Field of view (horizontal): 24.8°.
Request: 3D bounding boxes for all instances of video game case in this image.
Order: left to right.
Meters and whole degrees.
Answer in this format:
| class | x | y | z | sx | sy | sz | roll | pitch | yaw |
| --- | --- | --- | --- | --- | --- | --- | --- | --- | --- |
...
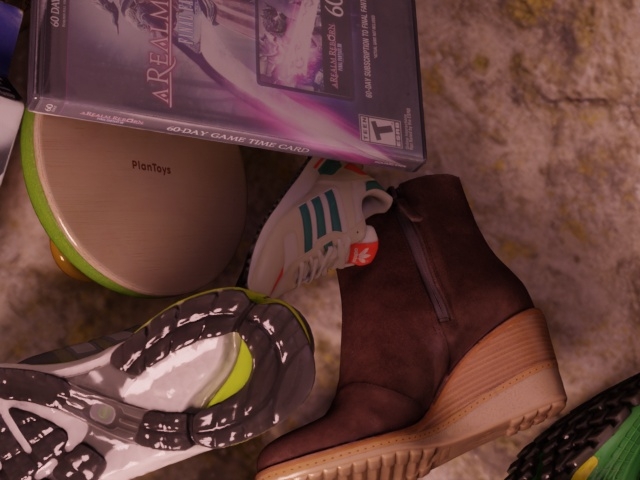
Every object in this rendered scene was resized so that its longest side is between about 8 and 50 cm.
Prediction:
| class | x | y | z | sx | sy | sz | roll | pitch | yaw |
| --- | --- | --- | --- | --- | --- | --- | --- | --- | --- |
| video game case | -0.059 | -0.156 | 0.989 | 0.274 | 0.026 | 0.196 | 8 | 65 | -23 |

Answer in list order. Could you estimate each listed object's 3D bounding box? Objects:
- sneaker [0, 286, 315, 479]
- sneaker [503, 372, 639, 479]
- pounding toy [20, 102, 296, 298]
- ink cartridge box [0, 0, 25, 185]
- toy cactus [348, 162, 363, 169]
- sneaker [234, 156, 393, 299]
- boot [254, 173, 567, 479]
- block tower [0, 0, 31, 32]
| class | x | y | z | sx | sy | sz | roll | pitch | yaw |
| --- | --- | --- | --- | --- | --- | --- | --- | --- | --- |
| sneaker | -0.133 | 0.109 | 0.925 | 0.300 | 0.121 | 0.111 | -16 | 87 | 13 |
| sneaker | 0.195 | 0.208 | 0.984 | 0.146 | 0.134 | 0.343 | 47 | 47 | -5 |
| pounding toy | -0.135 | -0.025 | 1.022 | 0.237 | 0.110 | 0.183 | 39 | 50 | -32 |
| ink cartridge box | -0.302 | -0.073 | 0.914 | 0.223 | 0.045 | 0.224 | 16 | 89 | -38 |
| toy cactus | -0.020 | -0.132 | 1.095 | 0.219 | 0.112 | 0.180 | -22 | 97 | -25 |
| sneaker | 0.000 | 0.000 | 1.010 | 0.075 | 0.057 | 0.161 | 27 | 45 | 5 |
| boot | 0.037 | 0.069 | 1.052 | 0.248 | 0.090 | 0.207 | -17 | 64 | -19 |
| block tower | -0.315 | -0.141 | 0.999 | 0.335 | 0.091 | 0.097 | -40 | 85 | -25 |
